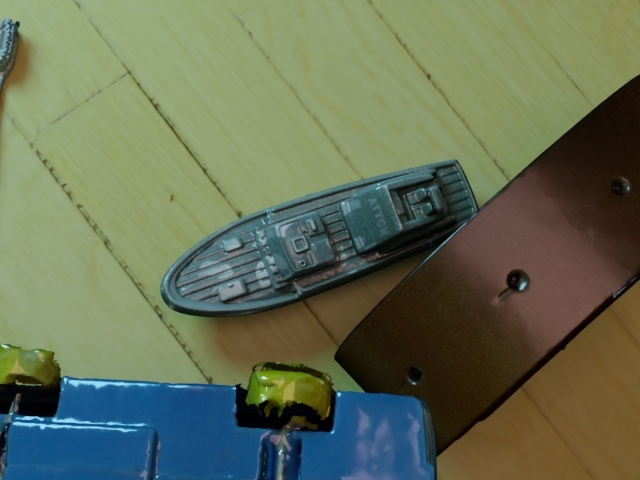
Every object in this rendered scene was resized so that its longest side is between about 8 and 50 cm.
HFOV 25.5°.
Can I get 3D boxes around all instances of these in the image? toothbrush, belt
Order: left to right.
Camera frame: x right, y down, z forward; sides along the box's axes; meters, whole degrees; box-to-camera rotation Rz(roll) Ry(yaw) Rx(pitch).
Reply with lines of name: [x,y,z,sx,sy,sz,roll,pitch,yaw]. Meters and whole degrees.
toothbrush: [-0.269,-0.038,1.094,0.021,0.024,0.288,10,76,-8]
belt: [0.172,0.017,1.056,0.339,0.217,0.122,-41,80,-11]

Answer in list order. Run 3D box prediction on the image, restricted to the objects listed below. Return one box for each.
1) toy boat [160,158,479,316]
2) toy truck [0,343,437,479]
toy boat: [0.000,0.000,1.096,0.261,0.085,0.078,-19,82,-12]
toy truck: [-0.113,0.168,0.957,0.385,0.162,0.161,1,71,8]
